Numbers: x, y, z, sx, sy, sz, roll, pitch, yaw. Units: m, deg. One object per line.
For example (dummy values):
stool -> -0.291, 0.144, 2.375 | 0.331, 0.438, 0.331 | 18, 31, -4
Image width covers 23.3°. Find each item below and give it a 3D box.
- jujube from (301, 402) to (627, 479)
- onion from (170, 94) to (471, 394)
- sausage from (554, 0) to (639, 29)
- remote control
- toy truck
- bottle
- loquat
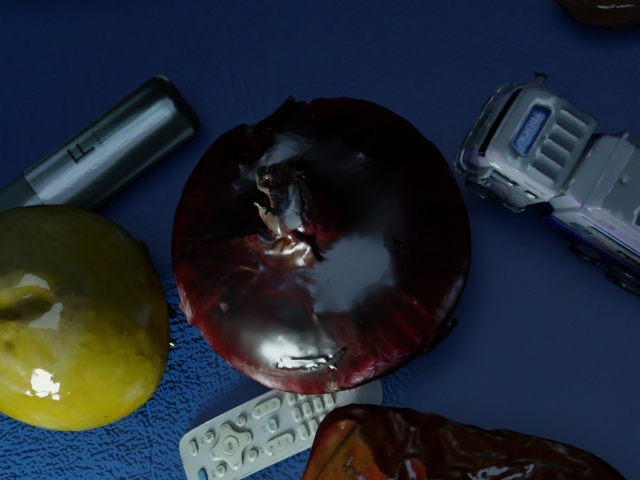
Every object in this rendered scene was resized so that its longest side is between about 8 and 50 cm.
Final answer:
jujube -> 0.143, 0.267, 1.480 | 0.342, 0.216, 0.216 | 22, 83, 14
onion -> 0.000, 0.000, 1.535 | 0.313, 0.232, 0.314 | -2, 77, 7
sausage -> 0.448, -0.252, 1.592 | 0.418, 0.094, 0.094 | 5, 65, 9
remote control -> -0.038, 0.191, 1.604 | 0.229, 0.044, 0.073 | -27, 66, 10
toy truck -> 0.276, -0.051, 1.514 | 0.268, 0.155, 0.124 | 31, 84, -8
bottle -> -0.250, -0.081, 1.670 | 0.253, 0.079, 0.096 | -38, 39, 0
loquat -> -0.255, 0.078, 1.566 | 0.243, 0.244, 0.244 | -2, 79, 8
